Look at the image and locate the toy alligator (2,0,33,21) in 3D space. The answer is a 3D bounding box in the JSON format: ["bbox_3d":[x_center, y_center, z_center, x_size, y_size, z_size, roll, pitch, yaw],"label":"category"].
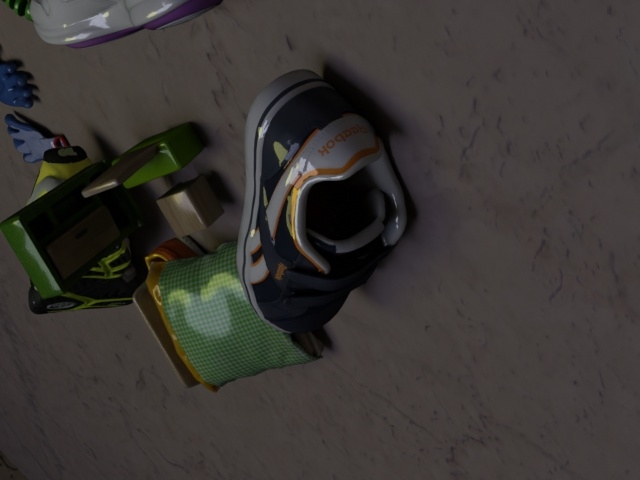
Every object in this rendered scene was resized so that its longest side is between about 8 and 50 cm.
[{"bbox_3d":[-0.342,-0.290,1.884,0.189,0.051,0.056,42,154,22],"label":"toy alligator"}]

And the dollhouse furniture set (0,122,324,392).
[{"bbox_3d":[-0.166,0.054,1.847,0.197,0.151,0.302,-17,108,42],"label":"dollhouse furniture set"}]

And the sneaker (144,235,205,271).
[{"bbox_3d":[-0.134,0.056,1.973,0.175,0.067,0.064,29,145,40],"label":"sneaker"}]

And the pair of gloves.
[{"bbox_3d":[-0.380,-0.163,2.173,0.159,0.023,0.198,9,133,55],"label":"pair of gloves"}]

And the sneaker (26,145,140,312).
[{"bbox_3d":[-0.302,-0.003,2.162,0.385,0.145,0.147,127,135,-68],"label":"sneaker"}]

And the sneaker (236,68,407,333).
[{"bbox_3d":[0.000,0.000,1.576,0.127,0.126,0.321,44,154,32],"label":"sneaker"}]

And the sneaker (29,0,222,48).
[{"bbox_3d":[-0.191,-0.265,1.605,0.305,0.114,0.152,-4,110,55],"label":"sneaker"}]
